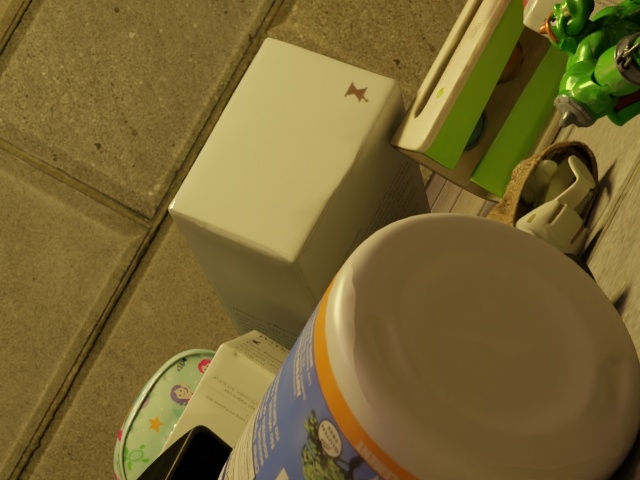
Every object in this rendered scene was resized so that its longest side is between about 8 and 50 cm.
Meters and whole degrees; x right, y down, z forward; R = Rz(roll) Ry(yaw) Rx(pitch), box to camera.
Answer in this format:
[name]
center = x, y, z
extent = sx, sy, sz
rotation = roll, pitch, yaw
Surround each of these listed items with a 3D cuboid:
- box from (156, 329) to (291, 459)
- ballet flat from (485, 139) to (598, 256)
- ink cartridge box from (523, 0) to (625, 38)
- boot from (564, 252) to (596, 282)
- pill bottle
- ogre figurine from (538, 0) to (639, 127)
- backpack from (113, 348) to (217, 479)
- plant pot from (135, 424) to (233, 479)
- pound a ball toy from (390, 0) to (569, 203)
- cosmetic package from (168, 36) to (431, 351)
[box]
center = -0.054, 0.217, 1.683
extent = 0.182, 0.181, 0.119
rotation = -60, -9, 10
[ballet flat]
center = 0.154, -0.013, 1.134
extent = 0.067, 0.073, 0.206
rotation = -44, 14, 33
[ink cartridge box]
center = 0.278, -0.282, 1.447
extent = 0.237, 0.100, 0.172
rotation = -61, 1, 16
[boot]
center = 0.061, 0.075, 0.963
extent = 0.137, 0.077, 0.198
rotation = -12, -28, -26
[pill bottle]
center = 0.033, 0.123, 0.813
extent = 0.152, 0.152, 0.272
rotation = -62, 0, -43
[ogre figurine]
center = 0.210, -0.135, 1.070
extent = 0.118, 0.097, 0.197
rotation = -39, 29, 35
[backpack]
center = -0.106, 0.248, 1.878
extent = 0.225, 0.253, 0.191
rotation = -60, 0, -13
[plant pot]
center = -0.113, 0.290, 1.302
extent = 0.167, 0.188, 0.187
rotation = -28, 25, 46
[pound a ball toy]
center = 0.170, -0.225, 1.665
extent = 0.319, 0.208, 0.136
rotation = -62, 17, -1
[cosmetic package]
center = 0.000, 0.000, 1.846
extent = 0.230, 0.161, 0.453
rotation = -61, -21, -19
